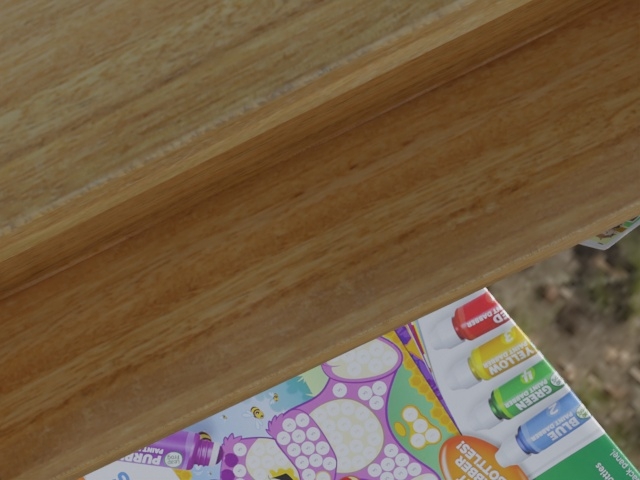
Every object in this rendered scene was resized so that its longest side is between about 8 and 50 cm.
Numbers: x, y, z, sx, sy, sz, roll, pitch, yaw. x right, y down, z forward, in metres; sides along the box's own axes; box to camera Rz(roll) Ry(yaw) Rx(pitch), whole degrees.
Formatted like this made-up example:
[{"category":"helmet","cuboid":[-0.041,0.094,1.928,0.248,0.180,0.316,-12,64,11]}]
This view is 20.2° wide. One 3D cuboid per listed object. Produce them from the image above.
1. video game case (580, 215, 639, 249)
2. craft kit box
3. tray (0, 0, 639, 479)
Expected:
[{"category":"video game case","cuboid":[0.180,-0.070,1.181,0.212,0.193,0.023,13,49,-38]},{"category":"craft kit box","cuboid":[0.007,0.126,0.853,0.250,0.246,0.061,49,3,-19]},{"category":"tray","cuboid":[0.009,-0.038,0.414,0.411,0.203,0.076,-25,74,8]}]
